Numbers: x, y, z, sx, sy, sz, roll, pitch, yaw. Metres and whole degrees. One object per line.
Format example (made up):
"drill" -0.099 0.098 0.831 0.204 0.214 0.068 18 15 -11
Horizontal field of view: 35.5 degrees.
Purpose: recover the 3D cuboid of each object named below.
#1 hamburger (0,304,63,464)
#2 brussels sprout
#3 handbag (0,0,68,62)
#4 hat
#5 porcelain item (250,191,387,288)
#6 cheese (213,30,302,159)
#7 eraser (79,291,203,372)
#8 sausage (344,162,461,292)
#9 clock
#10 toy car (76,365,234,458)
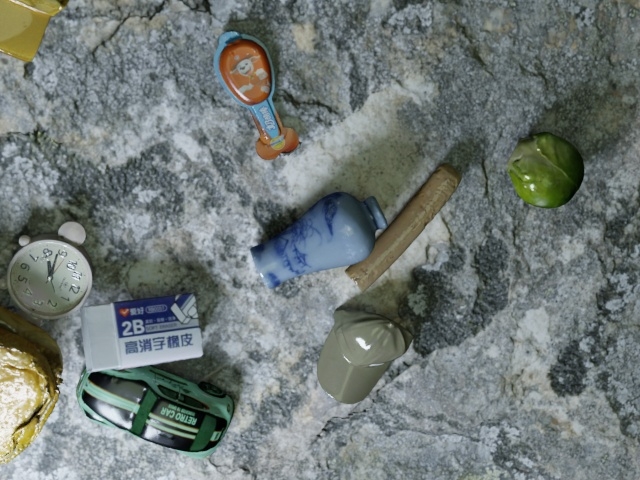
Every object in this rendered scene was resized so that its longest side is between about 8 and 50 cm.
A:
"hamburger" -0.616 0.255 1.780 0.318 0.158 0.319 0 113 -1
"brussels sprout" 0.441 -0.135 1.966 0.155 0.117 0.155 -1 79 3
"handbag" -0.526 -0.525 1.655 0.283 0.133 0.401 21 98 -22
"hat" 0.087 0.238 1.974 0.166 0.144 0.173 22 75 -14
"porcelain item" 0.000 0.000 1.893 0.259 0.141 0.141 -27 107 2
"cheese" -0.118 -0.268 1.849 0.106 0.037 0.256 -25 106 -4
"eraser" -0.331 0.170 1.851 0.210 0.068 0.124 -6 83 -24
"sausage" 0.165 -0.027 1.959 0.066 0.066 0.301 42 93 -18
"clock" -0.496 0.064 1.830 0.155 0.063 0.229 25 97 -14
"toy car" -0.310 0.322 1.899 0.306 0.125 0.136 23 97 -18
